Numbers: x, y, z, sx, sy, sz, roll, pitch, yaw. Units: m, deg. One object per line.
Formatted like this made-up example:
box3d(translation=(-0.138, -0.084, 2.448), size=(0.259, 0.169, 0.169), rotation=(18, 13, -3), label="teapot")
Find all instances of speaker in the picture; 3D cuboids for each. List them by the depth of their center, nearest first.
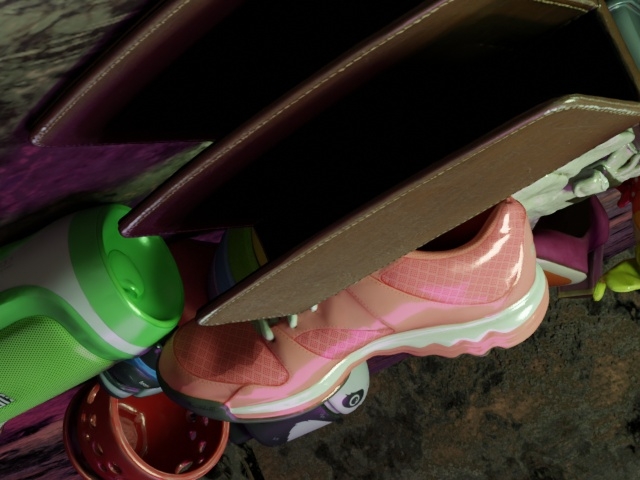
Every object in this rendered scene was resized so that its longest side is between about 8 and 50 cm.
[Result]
box3d(translation=(-0.259, 0.082, 0.957), size=(0.297, 0.131, 0.131), rotation=(-28, 168, 19), label="speaker")

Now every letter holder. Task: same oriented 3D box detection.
box3d(translation=(0.000, -0.071, 0.706), size=(0.302, 0.152, 0.214), rotation=(-31, 165, 35), label="letter holder")

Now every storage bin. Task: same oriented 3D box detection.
box3d(translation=(0.248, -0.146, 1.014), size=(0.098, 0.091, 0.135), rotation=(-28, 167, 23), label="storage bin")

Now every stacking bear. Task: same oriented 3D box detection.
box3d(translation=(0.000, 0.000, 1.052), size=(0.175, 0.164, 0.289), rotation=(-15, 162, -38), label="stacking bear")

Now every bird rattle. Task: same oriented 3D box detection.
box3d(translation=(0.441, -0.039, 1.534), size=(0.143, 0.253, 0.207), rotation=(9, 166, -4), label="bird rattle")

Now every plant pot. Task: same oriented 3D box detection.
box3d(translation=(-0.248, 0.259, 1.649), size=(0.191, 0.191, 0.174), rotation=(-13, 167, -44), label="plant pot")

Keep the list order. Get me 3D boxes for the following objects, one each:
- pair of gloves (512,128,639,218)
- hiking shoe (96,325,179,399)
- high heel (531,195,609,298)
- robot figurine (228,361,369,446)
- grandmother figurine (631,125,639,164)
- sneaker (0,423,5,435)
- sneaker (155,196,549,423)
box3d(translation=(0.256, -0.056, 1.296), size=(0.204, 0.042, 0.240), rotation=(-27, 168, 17), label="pair of gloves")
box3d(translation=(-0.122, 0.121, 1.454), size=(0.304, 0.113, 0.132), rotation=(-14, 166, -40), label="hiking shoe")
box3d(translation=(0.311, -0.021, 1.632), size=(0.127, 0.181, 0.377), rotation=(-7, 170, 22), label="high heel")
box3d(translation=(-0.048, 0.261, 2.103), size=(0.278, 0.209, 0.173), rotation=(-26, 130, 15), label="robot figurine")
box3d(translation=(0.496, -0.176, 1.350), size=(0.342, 0.104, 0.208), rotation=(-32, 172, 36), label="grandmother figurine")
box3d(translation=(-0.377, 0.194, 1.388), size=(0.084, 0.069, 0.185), rotation=(-17, 169, -6), label="sneaker")
box3d(translation=(0.018, 0.033, 0.911), size=(0.314, 0.116, 0.136), rotation=(-17, 132, -6), label="sneaker")
